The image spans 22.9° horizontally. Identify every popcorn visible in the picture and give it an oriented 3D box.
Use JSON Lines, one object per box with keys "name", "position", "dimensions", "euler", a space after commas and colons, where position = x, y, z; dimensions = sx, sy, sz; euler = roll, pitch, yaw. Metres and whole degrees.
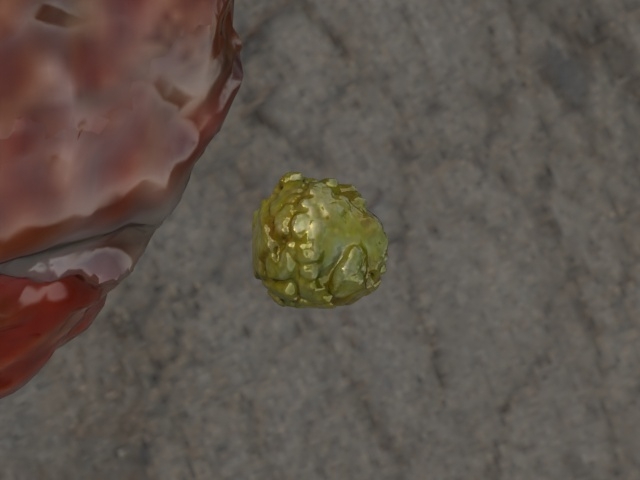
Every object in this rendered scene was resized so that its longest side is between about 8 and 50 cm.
{"name": "popcorn", "position": [0.000, 0.000, 1.201], "dimensions": [0.120, 0.116, 0.106], "euler": [8, 69, -51]}

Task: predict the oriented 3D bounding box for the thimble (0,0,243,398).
{"name": "thimble", "position": [-0.194, -0.107, 0.420], "dimensions": [0.230, 0.350, 0.350], "euler": [-11, 77, -33]}
